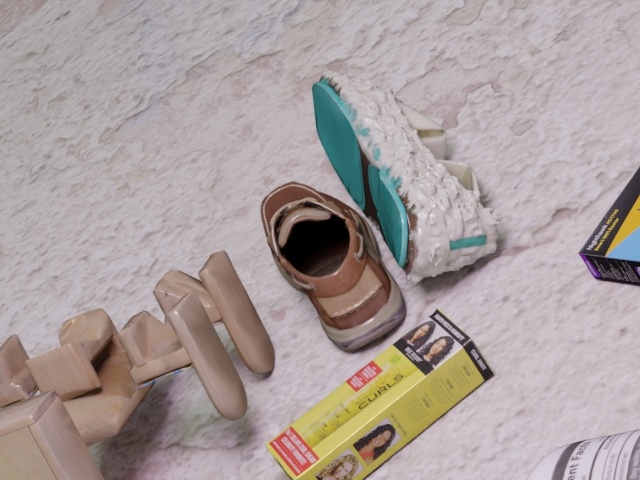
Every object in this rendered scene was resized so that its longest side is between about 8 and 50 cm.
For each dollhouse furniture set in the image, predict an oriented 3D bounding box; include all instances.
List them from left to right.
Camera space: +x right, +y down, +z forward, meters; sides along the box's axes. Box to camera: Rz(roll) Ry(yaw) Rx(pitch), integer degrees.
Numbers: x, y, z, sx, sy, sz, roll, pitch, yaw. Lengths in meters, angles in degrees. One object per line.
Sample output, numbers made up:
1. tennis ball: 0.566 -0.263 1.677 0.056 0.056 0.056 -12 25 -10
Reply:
1. dollhouse furniture set: -0.248 0.242 2.118 0.362 0.256 0.394 -22 13 18

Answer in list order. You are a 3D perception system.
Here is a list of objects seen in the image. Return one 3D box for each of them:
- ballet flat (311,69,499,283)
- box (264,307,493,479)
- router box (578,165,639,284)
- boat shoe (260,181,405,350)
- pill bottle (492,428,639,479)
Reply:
1. ballet flat: 0.101 -0.077 2.270 0.147 0.147 0.409 -33 35 3
2. box: 0.060 0.173 2.007 0.232 0.058 0.087 -38 33 -5
3. router box: 0.367 -0.030 2.007 0.133 0.046 0.179 7 51 48
4. boat shoe: 0.000 0.000 2.238 0.123 0.116 0.324 -36 32 -3
5. pill bottle: 0.284 0.251 1.554 0.363 0.210 0.210 -15 36 29
